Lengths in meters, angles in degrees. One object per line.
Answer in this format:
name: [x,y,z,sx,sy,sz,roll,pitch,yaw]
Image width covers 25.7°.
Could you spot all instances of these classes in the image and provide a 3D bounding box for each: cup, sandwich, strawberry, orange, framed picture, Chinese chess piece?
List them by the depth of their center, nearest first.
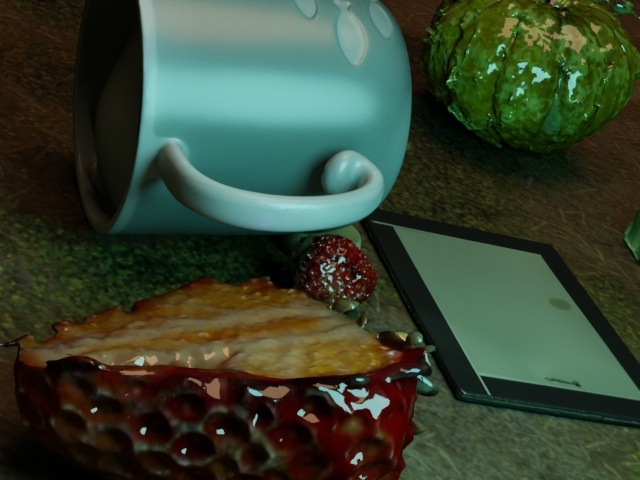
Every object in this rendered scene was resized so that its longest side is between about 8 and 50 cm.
strawberry: [-0.057,0.132,1.017,0.253,0.150,0.280,15,19,36]
cup: [-0.056,-0.108,1.290,0.274,0.259,0.357,0,30,-23]
strawberry: [0.010,0.034,1.333,0.096,0.083,0.083,9,28,-35]
Chinese chess piece: [0.000,0.000,1.440,0.084,0.034,0.084,17,25,-8]
framed picture: [0.200,0.076,1.475,0.265,0.016,0.347,11,27,-24]
sandwich: [0.454,-0.004,1.768,0.116,0.074,0.074,15,27,-16]
orange: [0.283,-0.231,1.909,0.300,0.223,0.301,14,28,6]

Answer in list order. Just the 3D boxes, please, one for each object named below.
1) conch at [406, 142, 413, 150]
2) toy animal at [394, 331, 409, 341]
conch: [-0.057,-0.093,1.531,0.330,0.093,0.109,-7,51,-12]
toy animal: [0.046,0.105,1.247,0.083,0.060,0.081,12,-12,-20]
